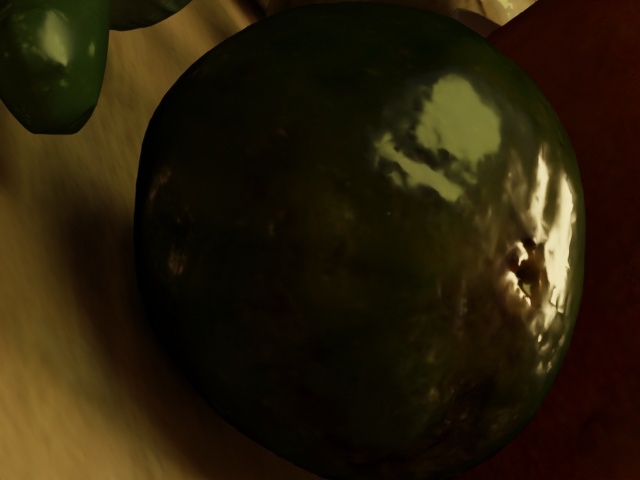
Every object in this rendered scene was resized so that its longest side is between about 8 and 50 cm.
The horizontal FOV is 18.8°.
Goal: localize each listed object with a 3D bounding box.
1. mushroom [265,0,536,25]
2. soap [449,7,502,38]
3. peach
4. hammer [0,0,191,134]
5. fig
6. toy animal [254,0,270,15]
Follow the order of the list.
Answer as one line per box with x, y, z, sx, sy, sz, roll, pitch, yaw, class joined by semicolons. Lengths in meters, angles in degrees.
0.046;-0.111;1.321;0.207;0.207;0.215;51;45;-19;mushroom
0.114;-0.019;1.242;0.081;0.181;0.259;31;-3;27;soap
0.177;0.030;0.974;0.372;0.289;0.373;-11;90;-75;peach
-0.119;-0.137;0.839;0.206;0.119;0.335;48;19;-29;hammer
0.000;0.000;0.800;0.195;0.195;0.245;50;-21;-22;fig
-0.023;-0.280;1.437;0.367;0.196;0.241;46;10;-52;toy animal
